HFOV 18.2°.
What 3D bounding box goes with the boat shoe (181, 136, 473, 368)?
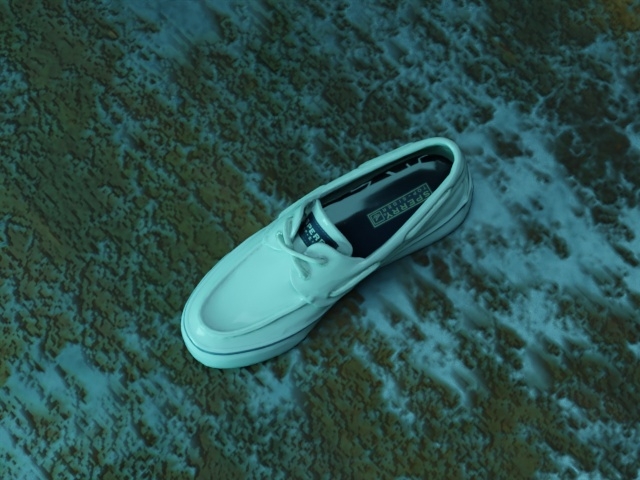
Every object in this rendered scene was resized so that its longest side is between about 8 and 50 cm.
[{"bbox_3d":[0.000,0.000,1.524,0.258,0.084,0.095,-37,70,-7],"label":"boat shoe"}]
